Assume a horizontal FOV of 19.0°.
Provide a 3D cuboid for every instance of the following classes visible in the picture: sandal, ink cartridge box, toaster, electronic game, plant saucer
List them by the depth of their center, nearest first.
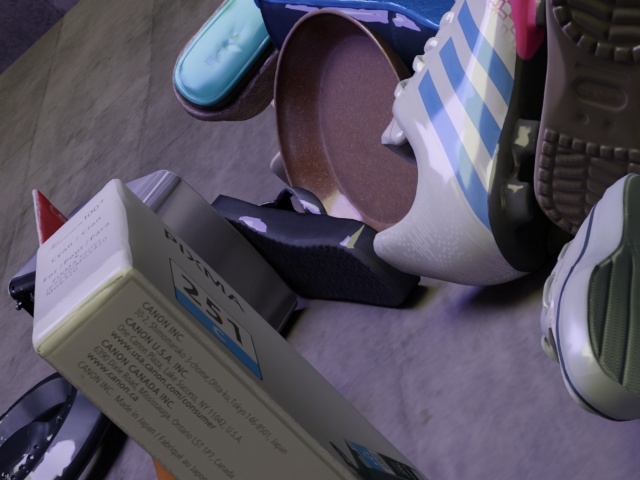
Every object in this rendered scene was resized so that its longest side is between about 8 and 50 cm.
[{"bbox_3d":[-0.028,0.088,1.011,0.066,0.296,0.261,-42,19,6],"label":"ink cartridge box"},{"bbox_3d":[0.001,0.001,1.453,0.054,0.097,0.254,-52,31,-15],"label":"sandal"},{"bbox_3d":[0.030,-0.081,1.463,0.036,0.198,0.198,-14,3,-29],"label":"plant saucer"},{"bbox_3d":[-0.129,0.045,1.498,0.186,0.168,0.110,-18,33,54],"label":"toaster"},{"bbox_3d":[-0.254,0.196,1.626,0.229,0.048,0.229,-41,20,18],"label":"electronic game"}]

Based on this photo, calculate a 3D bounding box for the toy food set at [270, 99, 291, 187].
[{"bbox_3d":[0.026,-0.179,1.750,0.220,0.092,0.306,-41,19,10],"label":"toy food set"}]

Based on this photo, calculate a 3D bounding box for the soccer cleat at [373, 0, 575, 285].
[{"bbox_3d":[0.109,-0.124,1.305,0.143,0.116,0.331,-6,59,35],"label":"soccer cleat"}]

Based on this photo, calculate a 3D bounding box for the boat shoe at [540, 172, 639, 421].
[{"bbox_3d":[0.162,0.046,1.067,0.076,0.083,0.226,-48,4,30],"label":"boat shoe"}]

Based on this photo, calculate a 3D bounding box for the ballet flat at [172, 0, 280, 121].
[{"bbox_3d":[-0.005,-0.227,1.666,0.316,0.107,0.106,-45,-24,9],"label":"ballet flat"}]

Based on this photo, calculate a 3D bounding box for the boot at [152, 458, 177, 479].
[{"bbox_3d":[-0.103,0.130,1.294,0.197,0.152,0.073,-51,20,-16],"label":"boot"}]

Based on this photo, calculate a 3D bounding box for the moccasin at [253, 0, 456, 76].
[{"bbox_3d":[0.104,-0.161,1.500,0.342,0.117,0.138,17,48,43],"label":"moccasin"}]

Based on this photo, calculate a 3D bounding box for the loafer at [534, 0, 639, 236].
[{"bbox_3d":[0.190,-0.130,1.158,0.092,0.102,0.268,-45,-28,-53],"label":"loafer"}]
